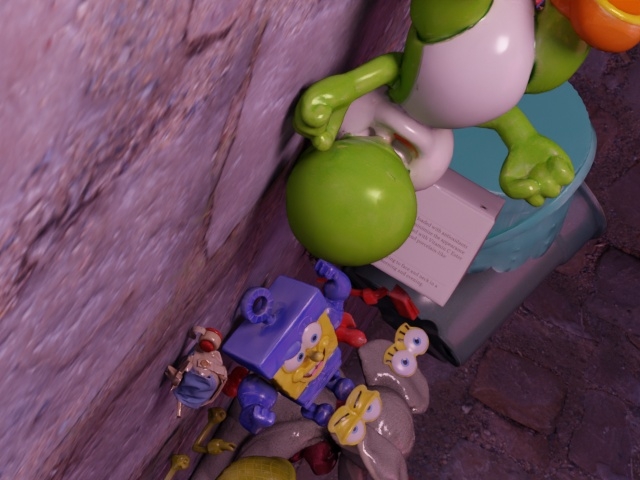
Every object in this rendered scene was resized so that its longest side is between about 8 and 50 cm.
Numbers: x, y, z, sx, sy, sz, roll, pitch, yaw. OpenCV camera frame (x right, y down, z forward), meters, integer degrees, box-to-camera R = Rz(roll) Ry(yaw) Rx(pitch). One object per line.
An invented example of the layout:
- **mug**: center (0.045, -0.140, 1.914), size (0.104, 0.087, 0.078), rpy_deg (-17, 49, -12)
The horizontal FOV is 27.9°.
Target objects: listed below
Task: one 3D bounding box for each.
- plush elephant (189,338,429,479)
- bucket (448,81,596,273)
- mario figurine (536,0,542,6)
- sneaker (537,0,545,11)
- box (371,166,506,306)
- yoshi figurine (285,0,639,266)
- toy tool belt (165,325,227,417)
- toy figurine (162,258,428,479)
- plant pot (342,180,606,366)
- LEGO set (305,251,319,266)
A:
- **plush elephant**: center (0.014, 0.255, 1.756), size (0.272, 0.255, 0.330), rpy_deg (-50, 168, -54)
- **bucket**: center (0.232, -0.113, 1.762), size (0.281, 0.281, 0.183), rpy_deg (-56, 169, -28)
- **mario figurine**: center (0.192, -0.301, 1.384), size (0.170, 0.198, 0.320), rpy_deg (23, 112, -40)
- **sneaker**: center (0.218, -0.271, 1.539), size (0.225, 0.088, 0.092), rpy_deg (-32, -124, 38)
- **box**: center (0.104, -0.032, 1.485), size (0.119, 0.181, 0.182), rpy_deg (-60, 173, 14)
- **yoshi figurine**: center (0.087, -0.096, 1.033), size (0.203, 0.203, 0.362), rpy_deg (-18, 161, -42)
- **toy tool belt**: center (-0.110, 0.119, 1.137), size (0.083, 0.052, 0.051), rpy_deg (113, 2, -47)
- **toy figurine**: center (-0.066, 0.131, 1.381), size (0.362, 0.191, 0.217), rpy_deg (-50, 140, -18)
- **plant pot**: center (0.235, 0.006, 2.124), size (0.334, 0.341, 0.341), rpy_deg (-50, 172, -11)
- **LEGO set**: center (-0.001, 0.001, 1.573), size (0.054, 0.023, 0.083), rpy_deg (-60, -173, 28)
